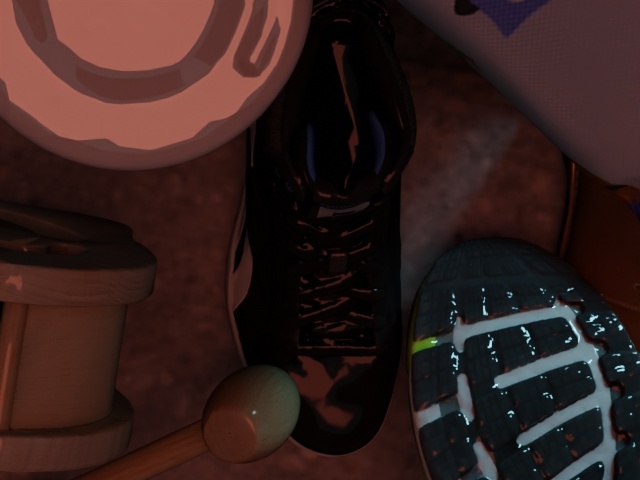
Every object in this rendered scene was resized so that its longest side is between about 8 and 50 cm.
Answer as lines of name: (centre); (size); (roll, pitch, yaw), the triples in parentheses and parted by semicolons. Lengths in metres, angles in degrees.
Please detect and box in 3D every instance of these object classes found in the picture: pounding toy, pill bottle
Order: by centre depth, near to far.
pill bottle: (-0.074, -0.099, 0.679); (0.124, 0.221, 0.124); (-1, 100, -6)
pounding toy: (-0.148, 0.064, 0.715); (0.269, 0.154, 0.155); (10, 98, 4)

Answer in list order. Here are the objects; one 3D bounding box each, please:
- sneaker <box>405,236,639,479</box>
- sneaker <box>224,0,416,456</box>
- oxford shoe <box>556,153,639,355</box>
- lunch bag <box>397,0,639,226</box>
sneaker: (0.100, 0.146, 0.804); (0.111, 0.121, 0.300); (-12, 83, -12)
sneaker: (0.000, 0.000, 0.757); (0.079, 0.121, 0.217); (-5, 100, -6)
oxford shoe: (0.148, 0.011, 0.803); (0.076, 0.076, 0.212); (-10, 103, -7)
lunch bag: (0.068, -0.231, 0.610); (0.328, 0.385, 0.239); (40, 120, -13)
